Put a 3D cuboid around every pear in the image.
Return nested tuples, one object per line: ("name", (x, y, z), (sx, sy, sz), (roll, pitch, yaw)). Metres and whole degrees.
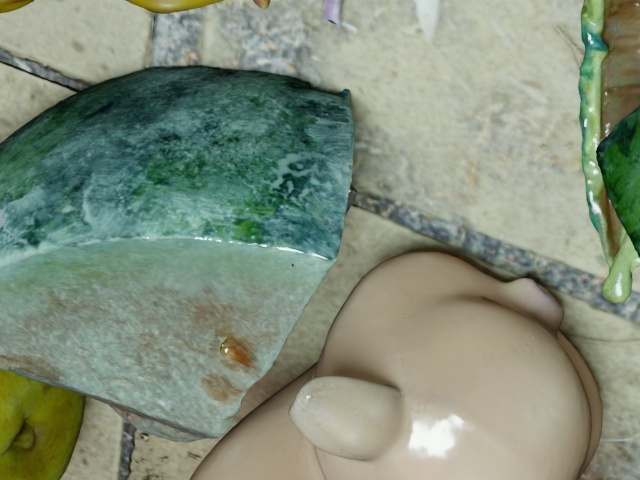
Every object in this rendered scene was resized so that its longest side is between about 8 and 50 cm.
("pear", (-0.284, 0.133, 1.244), (0.200, 0.200, 0.200), (14, 130, 18))

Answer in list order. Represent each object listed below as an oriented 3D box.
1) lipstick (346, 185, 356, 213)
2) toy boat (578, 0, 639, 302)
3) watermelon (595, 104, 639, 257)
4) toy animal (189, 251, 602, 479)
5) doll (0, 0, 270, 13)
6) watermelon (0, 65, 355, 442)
("lipstick", (0.000, 0.000, 1.101), (0.025, 0.025, 0.107), (31, 127, 3))
("toy boat", (0.192, -0.111, 0.869), (0.108, 0.099, 0.293), (14, 122, 20))
("watermelon", (0.346, 0.013, 0.800), (0.250, 0.292, 0.283), (-35, 63, 38))
("toy animal", (0.040, 0.152, 1.052), (0.237, 0.269, 0.326), (41, 93, -15))
("doll", (-0.144, -0.215, 0.924), (0.269, 0.162, 0.167), (1, 111, 15))
("watermelon", (-0.125, 0.032, 1.072), (0.387, 0.228, 0.258), (-11, 122, 25))
